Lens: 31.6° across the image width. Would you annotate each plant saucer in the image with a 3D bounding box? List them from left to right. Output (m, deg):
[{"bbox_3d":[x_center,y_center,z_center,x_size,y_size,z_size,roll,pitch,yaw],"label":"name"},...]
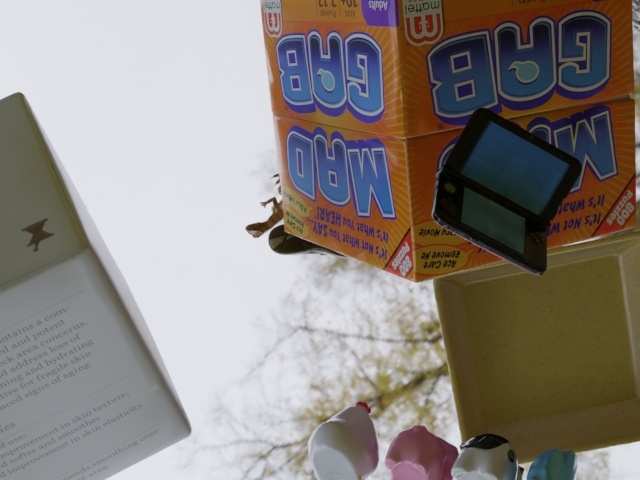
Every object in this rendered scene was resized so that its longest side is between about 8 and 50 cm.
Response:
[{"bbox_3d":[0.354,0.161,1.721,0.081,0.333,0.332,-94,-7,-75],"label":"plant saucer"}]

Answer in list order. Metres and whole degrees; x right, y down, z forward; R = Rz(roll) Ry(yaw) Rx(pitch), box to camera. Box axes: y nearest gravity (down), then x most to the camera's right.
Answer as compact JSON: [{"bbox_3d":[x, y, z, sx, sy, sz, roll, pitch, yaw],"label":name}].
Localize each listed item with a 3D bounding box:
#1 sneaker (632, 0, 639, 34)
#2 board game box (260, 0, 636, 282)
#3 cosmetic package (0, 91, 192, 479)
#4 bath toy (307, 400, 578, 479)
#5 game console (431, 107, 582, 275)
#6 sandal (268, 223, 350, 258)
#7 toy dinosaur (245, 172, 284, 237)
[{"bbox_3d":[0.496,-0.347,1.676,0.114,0.152,0.305,49,180,-13],"label":"sneaker"},{"bbox_3d":[0.168,-0.184,1.533,0.357,0.356,0.356,-13,-73,-26],"label":"board game box"},{"bbox_3d":[-0.409,0.102,1.424,0.327,0.330,0.393,57,170,42],"label":"cosmetic package"},{"bbox_3d":[0.157,0.294,1.506,0.129,0.348,0.151,-55,-34,-48],"label":"bath toy"},{"bbox_3d":[0.204,-0.052,1.225,0.144,0.085,0.124,27,-139,-12],"label":"game console"},{"bbox_3d":[0.000,0.000,1.954,0.180,0.049,0.072,-2,-105,-1],"label":"sandal"},{"bbox_3d":[-0.033,-0.082,1.803,0.064,0.211,0.112,35,-160,-20],"label":"toy dinosaur"}]
